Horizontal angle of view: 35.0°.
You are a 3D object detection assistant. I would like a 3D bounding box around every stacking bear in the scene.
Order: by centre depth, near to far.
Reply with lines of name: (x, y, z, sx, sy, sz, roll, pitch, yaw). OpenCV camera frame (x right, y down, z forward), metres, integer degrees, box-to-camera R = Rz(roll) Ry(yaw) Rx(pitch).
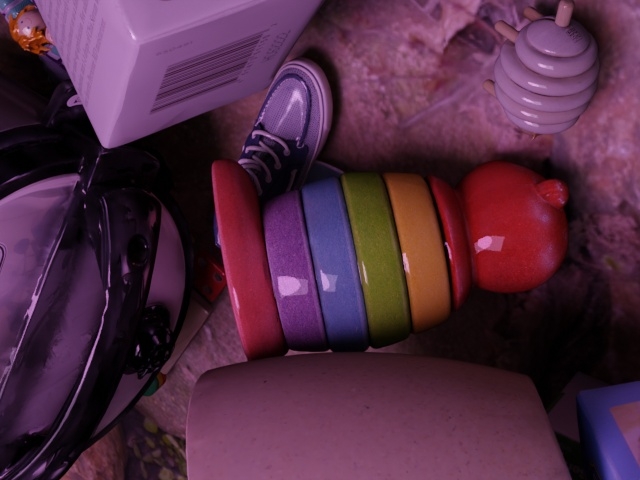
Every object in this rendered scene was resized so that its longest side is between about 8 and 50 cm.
stacking bear: (0.068, 0.007, 0.872, 0.288, 0.164, 0.175, -11, 130, 0)

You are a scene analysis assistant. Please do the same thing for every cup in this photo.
cup: (0.074, 0.219, 0.762, 0.236, 0.331, 0.331, -19, 108, 7)

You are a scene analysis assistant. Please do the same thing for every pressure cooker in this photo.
pressure cooker: (-0.329, 0.026, 0.988, 0.420, 0.375, 0.370, 31, 145, 34)

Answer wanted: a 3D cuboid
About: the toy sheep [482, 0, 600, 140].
toy sheep: (0.177, -0.135, 0.803, 0.091, 0.091, 0.132, 23, 145, 19)

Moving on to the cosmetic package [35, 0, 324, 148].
cosmetic package: (-0.172, -0.324, 0.743, 0.453, 0.161, 0.230, 64, 160, 3)

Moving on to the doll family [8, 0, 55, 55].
doll family: (-0.254, -0.267, 0.955, 0.263, 0.118, 0.163, 43, 95, 9)

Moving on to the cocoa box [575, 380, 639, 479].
cocoa box: (0.380, 0.222, 0.703, 0.347, 0.231, 0.228, -11, 113, 3)

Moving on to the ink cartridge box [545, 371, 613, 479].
ink cartridge box: (0.222, 0.245, 0.920, 0.086, 0.153, 0.209, 22, 109, 23)

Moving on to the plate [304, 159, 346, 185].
plate: (0.000, 0.000, 1.033, 0.188, 0.024, 0.188, 15, 123, 24)

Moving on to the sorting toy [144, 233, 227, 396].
sorting toy: (-0.187, 0.061, 1.171, 0.132, 0.046, 0.274, 41, 131, 5)

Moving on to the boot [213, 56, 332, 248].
boot: (-0.047, -0.074, 0.948, 0.069, 0.086, 0.190, 27, 125, 18)

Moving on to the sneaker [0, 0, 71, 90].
sneaker: (-0.282, -0.203, 1.058, 0.224, 0.083, 0.098, 49, 140, 1)
